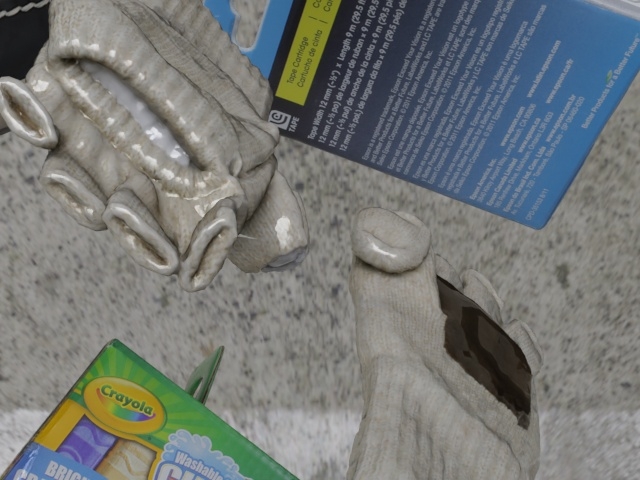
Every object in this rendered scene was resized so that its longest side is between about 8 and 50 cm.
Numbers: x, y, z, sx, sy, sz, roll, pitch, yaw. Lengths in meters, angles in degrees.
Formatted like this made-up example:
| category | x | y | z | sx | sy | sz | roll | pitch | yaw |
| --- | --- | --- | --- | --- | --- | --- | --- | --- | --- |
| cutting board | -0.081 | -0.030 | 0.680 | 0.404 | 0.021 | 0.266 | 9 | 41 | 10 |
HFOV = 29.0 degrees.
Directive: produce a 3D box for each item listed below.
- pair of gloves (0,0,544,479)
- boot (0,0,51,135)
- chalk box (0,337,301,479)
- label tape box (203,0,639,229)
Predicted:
| category | x | y | z | sx | sy | sz | roll | pitch | yaw |
| --- | --- | --- | --- | --- | --- | --- | --- | --- | --- |
| pair of gloves | 0.000 | 0.000 | 0.428 | 0.042 | 0.204 | 0.240 | -39 | 97 | 18 |
| boot | -0.229 | -0.172 | 0.469 | 0.138 | 0.284 | 0.377 | 29 | 33 | 37 |
| chalk box | -0.148 | 0.207 | 0.919 | 0.179 | 0.180 | 0.289 | 39 | 61 | -3 |
| label tape box | 0.080 | -0.177 | 1.046 | 0.347 | 0.249 | 0.115 | 21 | 48 | -1 |
